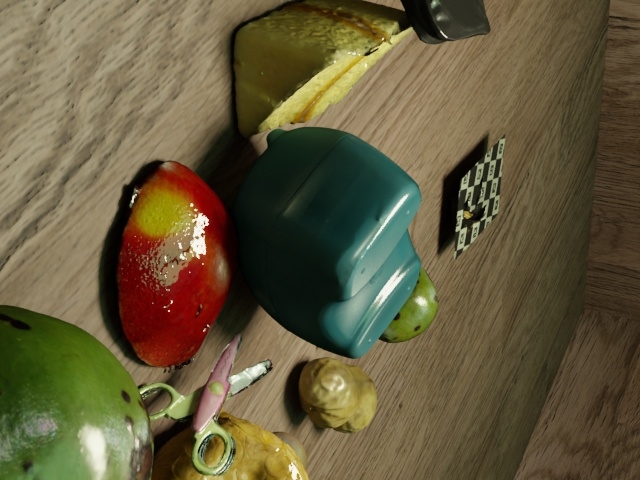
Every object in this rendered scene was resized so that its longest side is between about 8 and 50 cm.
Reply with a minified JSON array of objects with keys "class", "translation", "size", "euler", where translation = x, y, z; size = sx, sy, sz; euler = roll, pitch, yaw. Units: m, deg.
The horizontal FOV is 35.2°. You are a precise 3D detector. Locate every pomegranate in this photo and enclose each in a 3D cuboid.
[{"class":"pomegranate","translation":[-0.239,0.170,0.712],"size":[0.254,0.270,0.254],"euler":[-32,161,-12]},{"class":"pomegranate","translation":[0.104,0.085,1.613],"size":[0.169,0.148,0.148],"euler":[37,65,-31]}]

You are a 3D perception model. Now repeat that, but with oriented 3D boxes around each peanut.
[{"class":"peanut","translation":[0.029,0.240,1.561],"size":[0.103,0.098,0.229],"euler":[-35,155,8]}]

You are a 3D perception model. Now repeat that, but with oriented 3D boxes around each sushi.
[{"class":"sushi","translation":[0.307,-0.089,2.065],"size":[0.279,0.043,0.193],"euler":[-42,139,-52]}]

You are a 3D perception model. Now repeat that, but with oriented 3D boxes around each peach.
[{"class":"peach","translation":[-0.146,0.047,1.101],"size":[0.189,0.068,0.279],"euler":[-54,148,-37]},{"class":"peach","translation":[-0.058,0.310,1.421],"size":[0.083,0.083,0.083],"euler":[-43,140,-52]}]

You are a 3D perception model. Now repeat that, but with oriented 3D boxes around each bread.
[{"class":"bread","translation":[0.000,-0.229,1.240],"size":[0.142,0.178,0.266],"euler":[63,32,-10]}]

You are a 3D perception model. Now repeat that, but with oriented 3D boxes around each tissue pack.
[{"class":"tissue pack","translation":[0.000,0.000,1.223],"size":[0.198,0.206,0.287],"euler":[-53,158,-20]}]

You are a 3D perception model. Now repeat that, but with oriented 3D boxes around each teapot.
[{"class":"teapot","translation":[-0.121,0.329,1.190],"size":[0.167,0.203,0.311],"euler":[147,-57,-61]}]

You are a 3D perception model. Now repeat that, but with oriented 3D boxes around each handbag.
[{"class":"handbag","translation":[0.118,-0.408,1.294],"size":[0.191,0.075,0.332],"euler":[-27,93,-55]}]

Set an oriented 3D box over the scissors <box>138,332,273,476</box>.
[{"class":"scissors","translation":[-0.121,0.176,1.154],"size":[0.187,0.133,0.020],"euler":[-46,173,-48]}]
